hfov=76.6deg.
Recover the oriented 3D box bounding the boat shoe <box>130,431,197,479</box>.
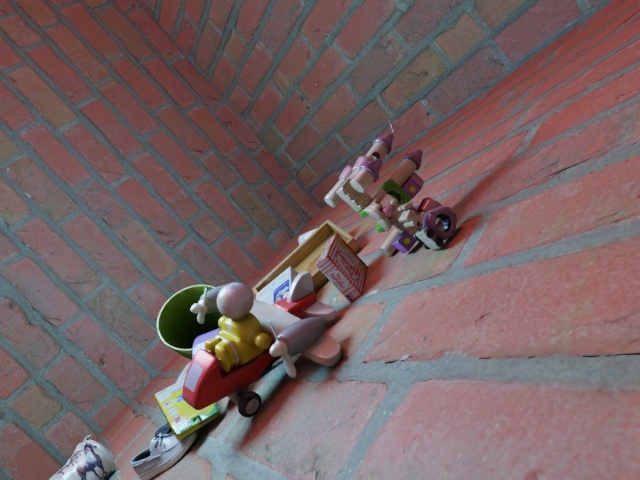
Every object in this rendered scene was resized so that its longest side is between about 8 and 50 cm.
[{"bbox_3d":[-0.445,0.588,1.132,0.227,0.081,0.079,-38,8,15],"label":"boat shoe"}]

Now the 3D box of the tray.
[{"bbox_3d":[-0.057,0.112,1.554,0.411,0.076,0.203,-42,36,-6],"label":"tray"}]

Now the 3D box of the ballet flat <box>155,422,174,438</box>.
[{"bbox_3d":[-0.412,0.556,1.236,0.203,0.074,0.074,-37,7,-6],"label":"ballet flat"}]

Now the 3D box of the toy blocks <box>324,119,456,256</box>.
[{"bbox_3d":[0.219,-0.144,1.079,0.260,0.288,0.309,-50,6,-14],"label":"toy blocks"}]

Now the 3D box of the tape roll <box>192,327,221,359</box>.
[{"bbox_3d":[-0.293,0.357,1.192,0.080,0.189,0.189,-22,10,3],"label":"tape roll"}]

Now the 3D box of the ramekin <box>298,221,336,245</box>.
[{"bbox_3d":[0.000,0.000,1.796,0.207,0.109,0.207,-24,0,0],"label":"ramekin"}]

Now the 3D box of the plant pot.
[{"bbox_3d":[-0.460,0.370,1.614,0.275,0.274,0.294,-46,-29,-28],"label":"plant pot"}]

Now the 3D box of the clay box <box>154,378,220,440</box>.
[{"bbox_3d":[-0.382,0.481,1.169,0.127,0.053,0.222,-23,23,-30],"label":"clay box"}]

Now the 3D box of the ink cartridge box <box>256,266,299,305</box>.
[{"bbox_3d":[-0.137,0.252,1.294,0.175,0.069,0.371,-40,25,18],"label":"ink cartridge box"}]

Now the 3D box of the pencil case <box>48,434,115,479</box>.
[{"bbox_3d":[-0.913,0.897,1.395,0.160,0.183,0.410,-37,9,38],"label":"pencil case"}]

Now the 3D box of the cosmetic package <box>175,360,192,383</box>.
[{"bbox_3d":[-0.322,0.401,1.370,0.296,0.129,0.153,-41,9,4],"label":"cosmetic package"}]

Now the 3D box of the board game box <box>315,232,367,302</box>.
[{"bbox_3d":[0.066,0.074,1.174,0.045,0.147,0.193,-39,9,22],"label":"board game box"}]

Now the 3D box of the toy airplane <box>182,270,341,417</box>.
[{"bbox_3d":[-0.149,0.199,1.011,0.386,0.272,0.384,-19,33,9],"label":"toy airplane"}]
